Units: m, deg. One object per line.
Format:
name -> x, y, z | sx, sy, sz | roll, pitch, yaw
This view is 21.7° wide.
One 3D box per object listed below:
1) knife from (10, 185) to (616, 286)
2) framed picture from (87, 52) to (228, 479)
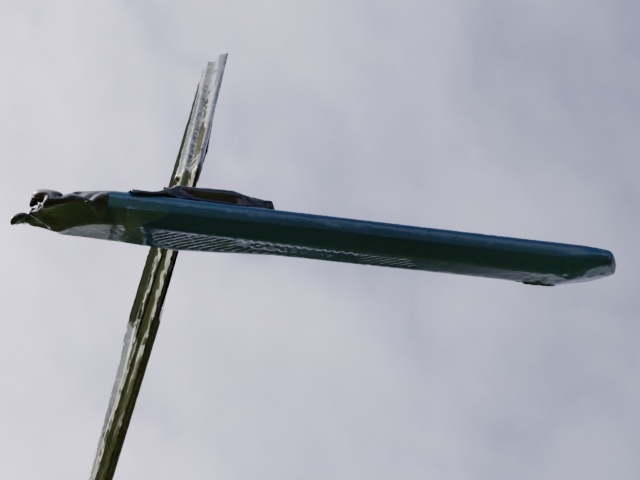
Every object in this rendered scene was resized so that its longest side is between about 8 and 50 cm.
knife -> 0.000, -0.002, 0.809 | 0.296, 0.026, 0.044 | 6, -26, -9
framed picture -> -0.097, 0.013, 1.006 | 0.016, 0.273, 0.216 | 17, -73, -6
